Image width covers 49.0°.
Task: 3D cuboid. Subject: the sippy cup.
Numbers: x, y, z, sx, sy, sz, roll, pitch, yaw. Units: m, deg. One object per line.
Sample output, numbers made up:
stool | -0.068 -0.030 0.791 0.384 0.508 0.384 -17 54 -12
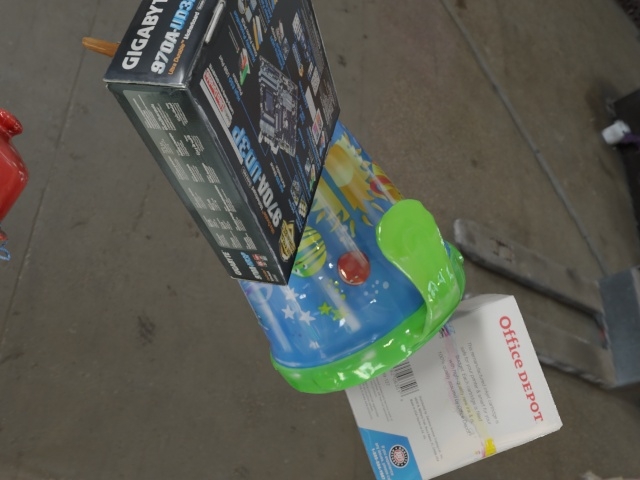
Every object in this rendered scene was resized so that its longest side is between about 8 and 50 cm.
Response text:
sippy cup | 0.000 0.000 0.739 0.224 0.305 0.240 57 31 -19

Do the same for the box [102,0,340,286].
box | -0.046 -0.096 0.477 0.220 0.051 0.175 68 33 -57

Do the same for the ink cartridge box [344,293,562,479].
ink cartridge box | 0.151 0.185 0.904 0.168 0.232 0.171 116 -45 -87

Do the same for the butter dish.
butter dish | -0.363 -0.089 0.732 0.160 0.160 0.118 47 74 -22

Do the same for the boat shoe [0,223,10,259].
boat shoe | -0.569 0.044 1.162 0.109 0.089 0.259 6 97 -50

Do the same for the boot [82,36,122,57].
boot | -0.327 -0.339 1.257 0.264 0.280 0.096 -14 124 -54
